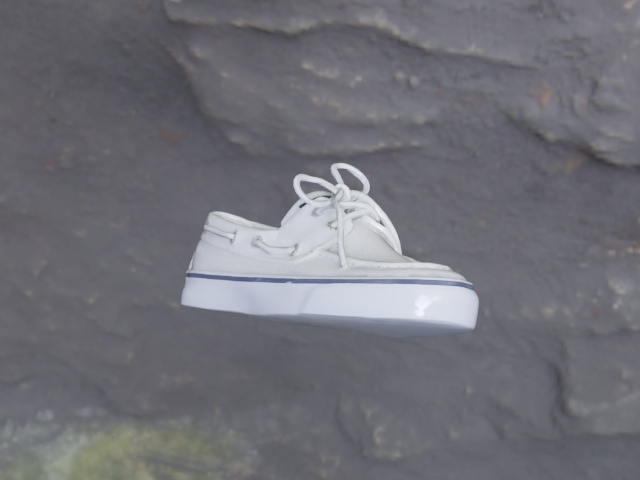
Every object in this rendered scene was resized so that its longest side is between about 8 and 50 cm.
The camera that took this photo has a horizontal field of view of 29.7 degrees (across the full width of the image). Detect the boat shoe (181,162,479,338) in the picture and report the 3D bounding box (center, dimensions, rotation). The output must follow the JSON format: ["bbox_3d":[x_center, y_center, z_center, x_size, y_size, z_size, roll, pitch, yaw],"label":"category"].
[{"bbox_3d":[0.006,0.002,1.111,0.136,0.156,0.367,13,173,-36],"label":"boat shoe"}]
